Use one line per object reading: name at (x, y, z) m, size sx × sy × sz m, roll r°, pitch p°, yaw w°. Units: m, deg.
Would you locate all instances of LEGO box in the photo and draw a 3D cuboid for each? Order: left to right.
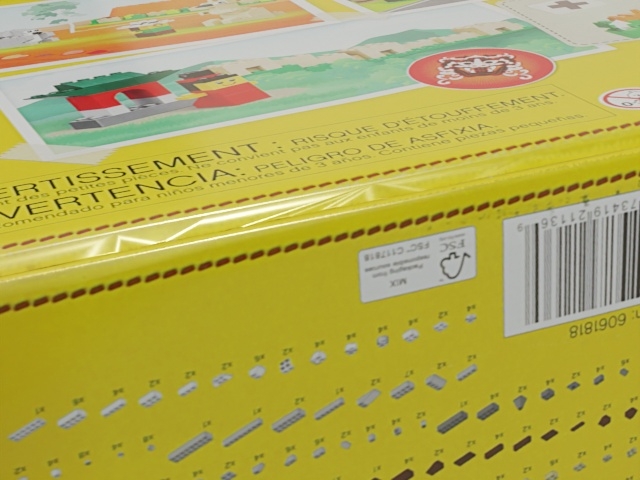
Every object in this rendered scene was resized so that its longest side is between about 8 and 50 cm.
LEGO box at (0.000, 0.000, 0.555) m, size 0.372 × 0.500 × 0.193 m, roll -136°, pitch 38°, yaw -61°
